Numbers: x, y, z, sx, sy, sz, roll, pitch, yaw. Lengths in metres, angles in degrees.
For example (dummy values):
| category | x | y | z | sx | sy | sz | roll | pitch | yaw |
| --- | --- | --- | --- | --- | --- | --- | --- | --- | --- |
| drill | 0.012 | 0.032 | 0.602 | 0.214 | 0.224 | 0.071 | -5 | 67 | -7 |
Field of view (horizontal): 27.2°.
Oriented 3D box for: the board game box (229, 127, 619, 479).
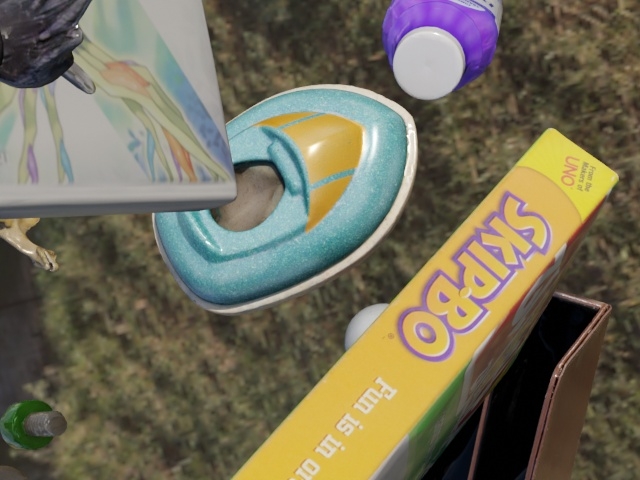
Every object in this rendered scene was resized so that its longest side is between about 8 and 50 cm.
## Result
| category | x | y | z | sx | sy | sz | roll | pitch | yaw |
| --- | --- | --- | --- | --- | --- | --- | --- | --- | --- |
| board game box | -0.004 | 0.083 | 0.394 | 0.039 | 0.259 | 0.124 | 38 | 148 | 15 |

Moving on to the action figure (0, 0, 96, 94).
| category | x | y | z | sx | sy | sz | roll | pitch | yaw |
| --- | --- | --- | --- | --- | --- | --- | --- | --- | --- |
| action figure | -0.169 | -0.078 | 0.337 | 0.164 | 0.275 | 0.141 | -7 | 93 | 27 |

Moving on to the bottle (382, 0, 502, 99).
| category | x | y | z | sx | sy | sz | roll | pitch | yaw |
| --- | --- | --- | --- | --- | --- | --- | --- | --- | --- |
| bottle | 0.122 | -0.213 | 1.352 | 0.118 | 0.283 | 0.092 | 20 | 114 | 3 |

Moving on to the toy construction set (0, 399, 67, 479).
| category | x | y | z | sx | sy | sz | roll | pitch | yaw |
| --- | --- | --- | --- | --- | --- | --- | --- | --- | --- |
| toy construction set | -0.245 | 0.262 | 0.973 | 0.237 | 0.257 | 0.309 | -11 | 100 | 54 |

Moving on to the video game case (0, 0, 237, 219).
| category | x | y | z | sx | sy | sz | roll | pitch | yaw |
| --- | --- | --- | --- | --- | --- | --- | --- | --- | --- |
| video game case | -0.168 | -0.159 | 0.641 | 0.036 | 0.329 | 0.300 | -13 | 86 | 30 |

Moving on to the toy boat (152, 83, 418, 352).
| category | x | y | z | sx | sy | sz | roll | pitch | yaw |
| --- | --- | --- | --- | --- | --- | --- | --- | --- | --- |
| toy boat | 0.000 | 0.000 | 1.195 | 0.318 | 0.267 | 0.148 | 56 | -178 | 22 |

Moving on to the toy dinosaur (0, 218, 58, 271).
| category | x | y | z | sx | sy | sz | roll | pitch | yaw |
| --- | --- | --- | --- | --- | --- | --- | --- | --- | --- |
| toy dinosaur | -0.297 | -0.041 | 1.192 | 0.053 | 0.092 | 0.183 | -39 | 67 | 40 |

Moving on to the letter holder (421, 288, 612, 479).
| category | x | y | z | sx | sy | sz | roll | pitch | yaw |
| --- | --- | --- | --- | --- | --- | --- | --- | --- | --- |
| letter holder | 0.181 | 0.216 | 1.394 | 0.152 | 0.214 | 0.302 | 16 | 113 | 20 |
